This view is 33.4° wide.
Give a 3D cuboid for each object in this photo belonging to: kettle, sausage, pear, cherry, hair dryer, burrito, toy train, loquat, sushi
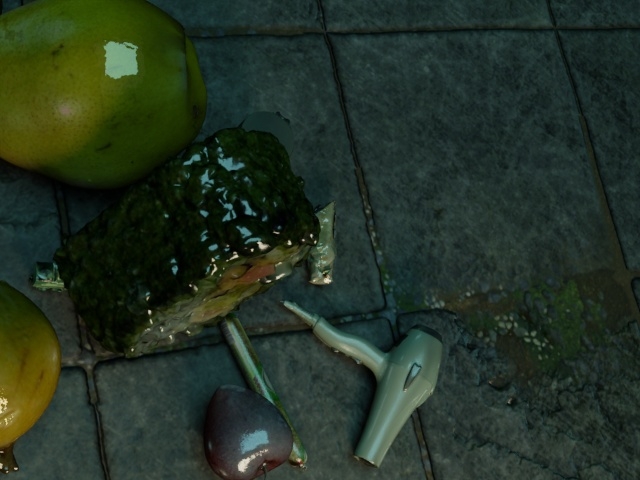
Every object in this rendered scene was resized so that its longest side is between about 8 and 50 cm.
[{"bbox_3d":[-0.115,-0.125,1.617,0.126,0.148,0.098,-21,84,-28],"label":"kettle"},{"bbox_3d":[-0.086,0.221,1.582,0.032,0.033,0.269,-25,85,-29],"label":"sausage"},{"bbox_3d":[-0.328,-0.204,1.482,0.336,0.285,0.285,-27,86,-14],"label":"pear"},{"bbox_3d":[-0.132,0.286,1.497,0.188,0.115,0.148,-23,103,-24],"label":"cherry"},{"bbox_3d":[0.048,0.224,1.636,0.267,0.092,0.229,11,74,-6],"label":"hair dryer"},{"bbox_3d":[0.000,0.000,1.691,0.055,0.041,0.149,17,63,-34],"label":"burrito"},{"bbox_3d":[-0.365,0.052,1.497,0.083,0.053,0.033,4,71,-22],"label":"toy train"},{"bbox_3d":[-0.430,0.178,1.344,0.213,0.213,0.246,-15,88,-28],"label":"loquat"},{"bbox_3d":[-0.161,0.010,1.438,0.294,0.352,0.178,-9,67,-59],"label":"sushi"}]

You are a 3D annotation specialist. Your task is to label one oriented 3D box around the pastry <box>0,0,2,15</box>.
[{"bbox_3d":[-0.566,-0.347,1.503,0.235,0.132,0.240,3,66,-14],"label":"pastry"}]
